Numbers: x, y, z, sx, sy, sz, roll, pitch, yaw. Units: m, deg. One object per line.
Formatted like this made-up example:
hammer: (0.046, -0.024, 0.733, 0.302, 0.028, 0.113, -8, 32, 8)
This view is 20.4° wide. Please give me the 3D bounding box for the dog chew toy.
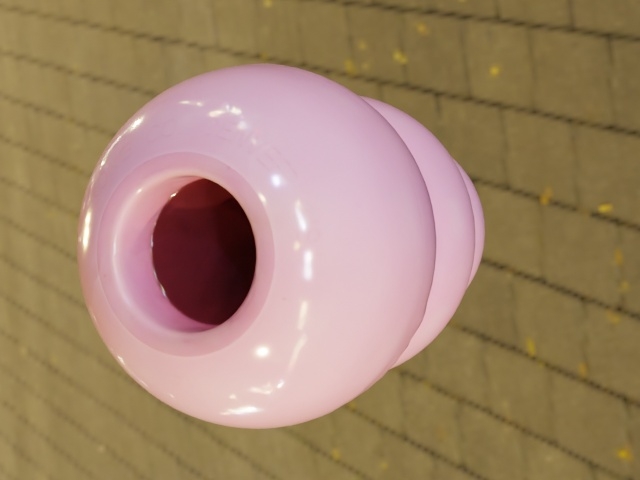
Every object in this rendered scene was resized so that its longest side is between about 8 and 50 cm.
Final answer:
dog chew toy: (0.000, 0.000, 1.082, 0.207, 0.332, 0.206, 1, 93, 26)
